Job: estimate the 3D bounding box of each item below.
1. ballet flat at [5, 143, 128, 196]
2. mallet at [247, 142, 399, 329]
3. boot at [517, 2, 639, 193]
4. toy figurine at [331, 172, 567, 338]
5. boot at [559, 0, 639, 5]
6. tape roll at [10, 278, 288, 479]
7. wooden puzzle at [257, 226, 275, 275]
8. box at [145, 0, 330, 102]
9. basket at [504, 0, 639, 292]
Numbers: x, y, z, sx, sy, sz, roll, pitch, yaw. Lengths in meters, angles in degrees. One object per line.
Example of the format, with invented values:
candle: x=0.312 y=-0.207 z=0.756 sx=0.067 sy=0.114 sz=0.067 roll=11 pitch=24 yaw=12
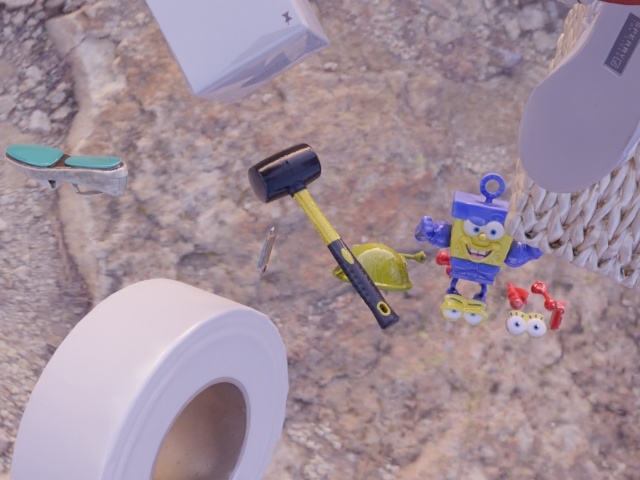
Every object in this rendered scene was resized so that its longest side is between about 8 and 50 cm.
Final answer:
ballet flat: x=-0.320 y=-0.083 z=1.159 sx=0.057 sy=0.168 sz=0.052 roll=-55 pitch=150 yaw=-56
mallet: x=0.000 y=0.000 z=0.803 sx=0.062 sy=0.039 sz=0.190 roll=-20 pitch=67 yaw=-19
boot: x=0.255 y=-0.148 z=0.723 sx=0.123 sy=0.258 sz=0.095 roll=-30 pitch=67 yaw=-37
toy figurine: x=0.217 y=-0.016 z=1.429 sx=0.362 sy=0.191 sz=0.217 roll=13 pitch=116 yaw=7
boot: x=0.175 y=-0.108 z=0.314 sx=0.244 sy=0.176 sz=0.088 roll=-30 pitch=140 yaw=-55
tape roll: x=-0.146 y=0.183 z=0.869 sx=0.286 sy=0.100 sz=0.286 roll=-38 pitch=136 yaw=-48
wooden puzzle: x=-0.085 y=0.017 z=1.458 sx=0.006 sy=0.049 sz=0.083 roll=18 pitch=103 yaw=8
box: x=-0.064 y=-0.173 z=0.709 sx=0.101 sy=0.087 sz=0.102 roll=-28 pitch=89 yaw=13
basket: x=0.375 y=-0.140 z=0.992 sx=0.266 sy=0.331 sz=0.328 roll=19 pitch=119 yaw=7
